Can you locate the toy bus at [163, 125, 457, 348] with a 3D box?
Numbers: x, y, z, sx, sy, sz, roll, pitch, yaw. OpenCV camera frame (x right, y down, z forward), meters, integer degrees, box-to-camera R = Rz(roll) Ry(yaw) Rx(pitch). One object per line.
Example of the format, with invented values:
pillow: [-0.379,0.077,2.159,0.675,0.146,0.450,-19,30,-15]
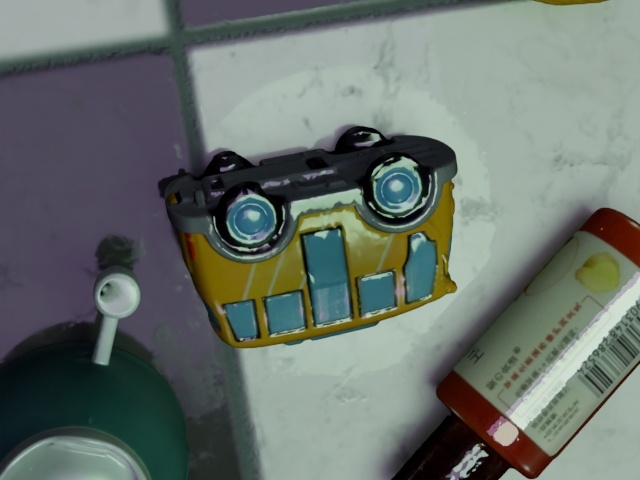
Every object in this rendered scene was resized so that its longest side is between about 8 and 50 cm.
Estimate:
toy bus: [0.000,0.000,0.867,0.209,0.126,0.136,-13,108,-9]

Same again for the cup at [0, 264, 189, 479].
cup: [-0.174,0.165,0.832,0.167,0.173,0.299,12,96,-10]

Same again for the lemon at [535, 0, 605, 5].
lemon: [0.178,-0.239,0.854,0.187,0.142,0.142,-10,99,-11]

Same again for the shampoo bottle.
shampoo bottle: [0.164,0.109,0.918,0.104,0.104,0.278,42,89,-13]
